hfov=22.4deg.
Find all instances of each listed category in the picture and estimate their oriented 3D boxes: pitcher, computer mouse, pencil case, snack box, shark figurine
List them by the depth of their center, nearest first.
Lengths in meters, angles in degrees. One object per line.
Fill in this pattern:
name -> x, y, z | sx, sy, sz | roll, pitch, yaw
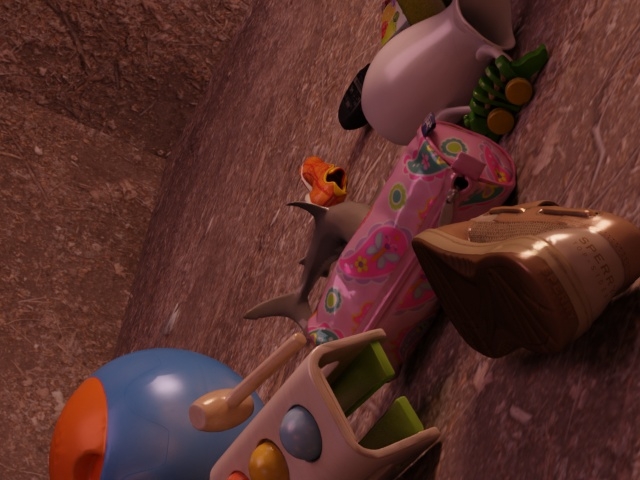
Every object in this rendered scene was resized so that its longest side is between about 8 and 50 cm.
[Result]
pencil case -> 0.094, 0.011, 1.684 | 0.284, 0.124, 0.124 | -59, 15, 25
pitcher -> 0.143, -0.184, 1.868 | 0.207, 0.125, 0.178 | -46, 41, 38
shark figurine -> -0.007, -0.001, 2.154 | 0.278, 0.116, 0.166 | -49, 20, 49
snack box -> 0.138, -0.335, 2.244 | 0.141, 0.037, 0.100 | -45, 31, 38
computer mouse -> 0.102, -0.258, 2.338 | 0.242, 0.041, 0.071 | -55, 25, 21

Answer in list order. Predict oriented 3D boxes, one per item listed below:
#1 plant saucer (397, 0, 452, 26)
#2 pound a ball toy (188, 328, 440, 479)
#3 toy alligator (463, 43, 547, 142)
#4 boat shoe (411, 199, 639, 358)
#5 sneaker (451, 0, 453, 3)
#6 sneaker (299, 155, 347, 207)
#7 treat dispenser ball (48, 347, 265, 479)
plant saucer -> 0.156, -0.359, 2.071 | 0.188, 0.045, 0.188 | 52, -129, -54
pound a ball toy -> -0.040, 0.195, 1.660 | 0.208, 0.135, 0.319 | 62, 143, 18
toy alligator -> 0.180, -0.138, 1.746 | 0.190, 0.051, 0.056 | -60, 14, 28
boat shoe -> 0.176, 0.027, 1.383 | 0.110, 0.122, 0.341 | -31, 10, -12
sneaker -> 0.175, -0.275, 1.993 | 0.075, 0.057, 0.161 | -57, 18, 17
sneaker -> 0.012, -0.085, 2.376 | 0.067, 0.064, 0.175 | -44, 23, 12
treat dispenser ball -> -0.195, 0.278, 2.030 | 0.288, 0.288, 0.288 | -61, 14, 26
